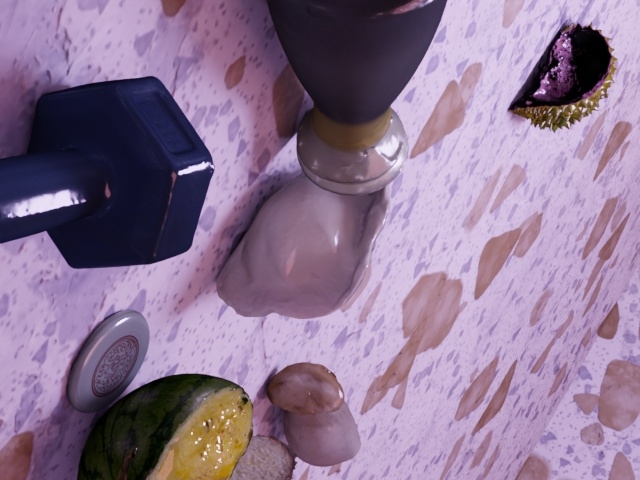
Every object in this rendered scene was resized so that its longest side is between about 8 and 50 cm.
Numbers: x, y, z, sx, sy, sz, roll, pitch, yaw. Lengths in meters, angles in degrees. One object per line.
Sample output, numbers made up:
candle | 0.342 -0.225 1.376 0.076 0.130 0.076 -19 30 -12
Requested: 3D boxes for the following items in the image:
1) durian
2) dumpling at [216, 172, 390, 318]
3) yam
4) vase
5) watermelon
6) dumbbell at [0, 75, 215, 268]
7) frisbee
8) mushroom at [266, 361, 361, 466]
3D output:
durian | 0.378 -0.220 2.083 0.186 0.119 0.108 -56 153 -18
dumpling | 0.000 0.000 1.474 0.229 0.151 0.124 -51 137 -20
yam | -0.109 0.332 1.637 0.128 0.129 0.238 -37 146 -44
vase | 0.031 -0.177 1.337 0.173 0.173 0.321 -51 161 -27
watermelon | -0.167 0.218 1.381 0.232 0.127 0.204 -31 143 -55
dumbbell | -0.214 -0.030 0.976 0.316 0.144 0.156 -20 133 -58
frisbee | -0.200 0.117 1.343 0.110 0.014 0.110 -47 154 -32
mushroom | -0.004 0.226 1.789 0.088 0.097 0.212 -42 151 -20
